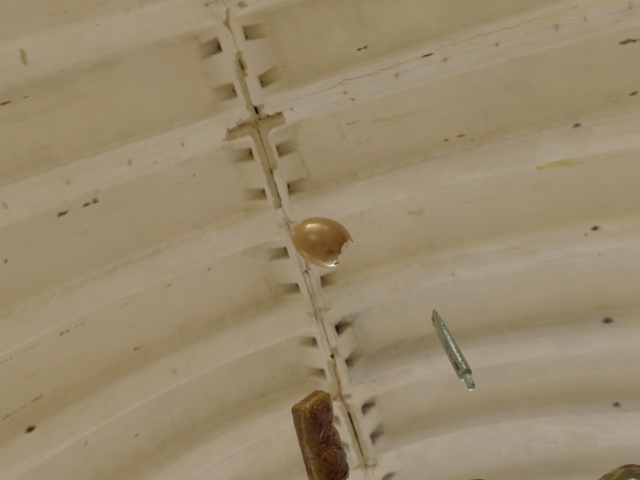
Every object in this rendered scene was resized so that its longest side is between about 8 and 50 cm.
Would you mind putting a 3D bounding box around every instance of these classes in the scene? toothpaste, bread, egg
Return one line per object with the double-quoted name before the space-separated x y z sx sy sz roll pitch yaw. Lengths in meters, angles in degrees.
"toothpaste" 0.345 0.287 1.514 0.037 0.255 0.067 -12 -51 -8
"bread" 0.008 0.556 1.587 0.139 0.077 0.271 -18 -83 -46
"egg" 0.000 0.000 0.930 0.096 0.080 0.080 30 -80 8

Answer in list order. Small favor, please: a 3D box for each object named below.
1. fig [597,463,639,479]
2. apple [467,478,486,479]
"fig" 0.861 0.746 1.535 0.239 0.271 0.239 -30 -26 -16
"apple" 0.414 0.734 1.482 0.188 0.174 0.207 40 -117 -1
